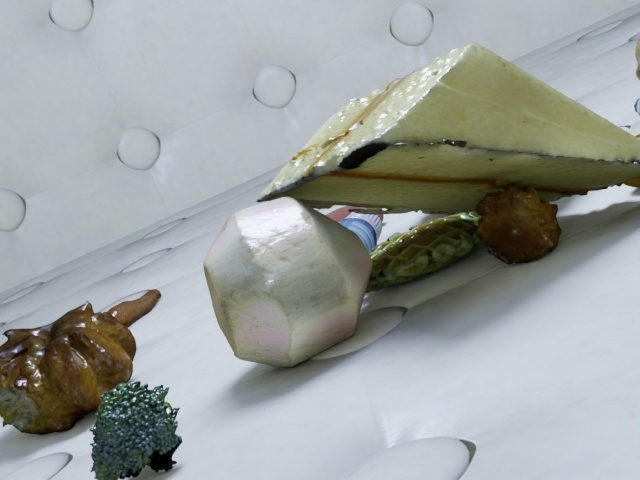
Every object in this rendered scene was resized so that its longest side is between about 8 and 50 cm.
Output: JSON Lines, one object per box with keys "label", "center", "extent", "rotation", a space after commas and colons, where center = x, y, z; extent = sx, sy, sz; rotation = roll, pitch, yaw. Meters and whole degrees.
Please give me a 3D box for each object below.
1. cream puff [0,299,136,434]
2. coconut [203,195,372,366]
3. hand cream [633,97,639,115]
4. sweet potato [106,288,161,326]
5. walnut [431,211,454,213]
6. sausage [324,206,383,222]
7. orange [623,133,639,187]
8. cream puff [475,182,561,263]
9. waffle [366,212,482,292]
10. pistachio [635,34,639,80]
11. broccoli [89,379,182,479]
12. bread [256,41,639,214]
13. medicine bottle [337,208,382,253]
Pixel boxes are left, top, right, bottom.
{"label": "cream puff", "center": [-0.412, 0.207, 1.708], "extent": [0.268, 0.155, 0.241], "rotation": [-16, 18, 12]}
{"label": "coconut", "center": [-0.039, 0.048, 1.470], "extent": [0.236, 0.237, 0.197], "rotation": [-28, -24, -17]}
{"label": "hand cream", "center": [0.585, -0.217, 1.836], "extent": [0.067, 0.042, 0.194], "rotation": [-18, 15, -7]}
{"label": "sweet potato", "center": [-0.378, 0.137, 2.234], "extent": [0.050, 0.050, 0.214], "rotation": [-18, 8, 31]}
{"label": "walnut", "center": [0.211, -0.141, 1.868], "extent": [0.198, 0.198, 0.245], "rotation": [-19, 4, 25]}
{"label": "sausage", "center": [0.000, 0.000, 1.977], "extent": [0.304, 0.078, 0.078], "rotation": [-33, 14, -37]}
{"label": "orange", "center": [0.447, -0.111, 1.512], "extent": [0.085, 0.085, 0.085], "rotation": [-24, 11, 5]}
{"label": "cream puff", "center": [0.261, -0.023, 1.445], "extent": [0.116, 0.122, 0.094], "rotation": [20, 36, 14]}
{"label": "waffle", "center": [0.147, 0.015, 1.623], "extent": [0.214, 0.054, 0.208], "rotation": [-21, 13, 15]}
{"label": "pistachio", "center": [0.713, -0.372, 1.979], "extent": [0.293, 0.182, 0.162], "rotation": [-20, -26, 6]}
{"label": "broccoli", "center": [-0.217, 0.229, 1.342], "extent": [0.118, 0.122, 0.204], "rotation": [-9, -3, 3]}
{"label": "bread", "center": [0.186, -0.078, 1.476], "extent": [0.242, 0.405, 0.345], "rotation": [-59, 9, -26]}
{"label": "medicine bottle", "center": [0.051, 0.004, 1.813], "extent": [0.083, 0.083, 0.203], "rotation": [-20, 13, 21]}
